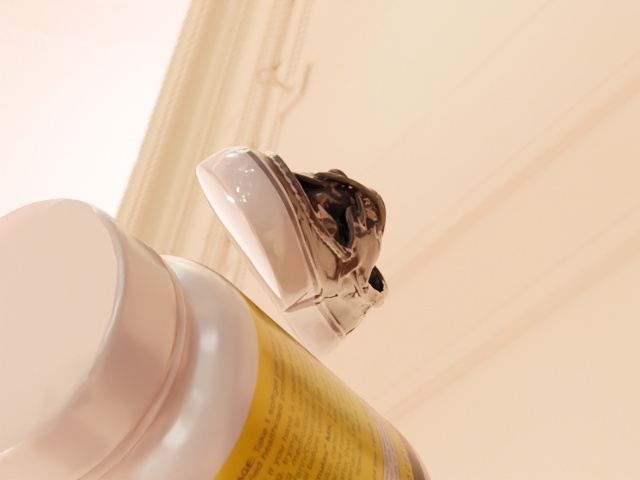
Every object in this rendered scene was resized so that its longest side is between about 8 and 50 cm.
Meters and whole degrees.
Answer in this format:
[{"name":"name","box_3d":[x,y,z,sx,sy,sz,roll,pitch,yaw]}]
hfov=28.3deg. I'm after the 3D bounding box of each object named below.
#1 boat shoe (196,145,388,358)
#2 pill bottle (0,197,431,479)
[{"name":"boat shoe","box_3d":[0.000,0.000,0.651,0.076,0.228,0.080,-35,-114,-5]},{"name":"pill bottle","box_3d":[-0.050,0.080,0.482,0.208,0.119,0.119,46,-147,-45]}]
